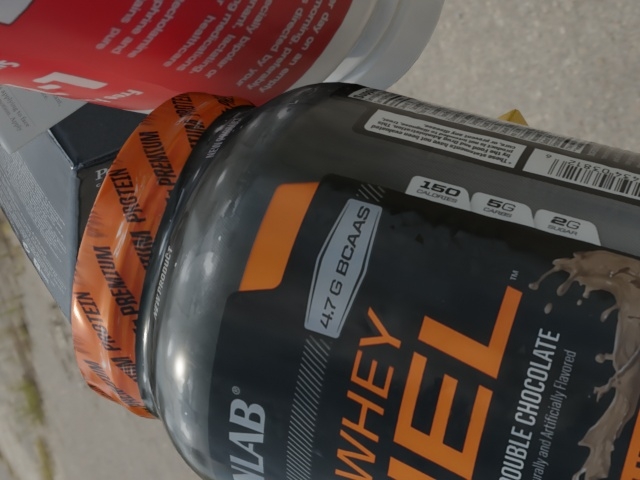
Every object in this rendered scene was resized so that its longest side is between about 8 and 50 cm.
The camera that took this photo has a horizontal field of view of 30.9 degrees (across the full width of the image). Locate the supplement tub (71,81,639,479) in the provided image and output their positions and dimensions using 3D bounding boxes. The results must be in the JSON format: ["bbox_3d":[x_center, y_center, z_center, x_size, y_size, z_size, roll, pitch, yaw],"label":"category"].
[{"bbox_3d":[0.072,0.048,0.530,0.338,0.207,0.207,16,130,19],"label":"supplement tub"}]

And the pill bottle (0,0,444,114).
[{"bbox_3d":[-0.106,-0.187,0.635,0.229,0.408,0.229,-3,84,37],"label":"pill bottle"}]

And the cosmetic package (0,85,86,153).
[{"bbox_3d":[-0.273,-0.211,1.083,0.151,0.184,0.151,43,165,50],"label":"cosmetic package"}]

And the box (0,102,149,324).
[{"bbox_3d":[-0.210,-0.180,1.667,0.297,0.480,0.472,55,156,18],"label":"box"}]

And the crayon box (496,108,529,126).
[{"bbox_3d":[0.082,-0.003,1.017,0.323,0.203,0.083,-26,105,29],"label":"crayon box"}]
